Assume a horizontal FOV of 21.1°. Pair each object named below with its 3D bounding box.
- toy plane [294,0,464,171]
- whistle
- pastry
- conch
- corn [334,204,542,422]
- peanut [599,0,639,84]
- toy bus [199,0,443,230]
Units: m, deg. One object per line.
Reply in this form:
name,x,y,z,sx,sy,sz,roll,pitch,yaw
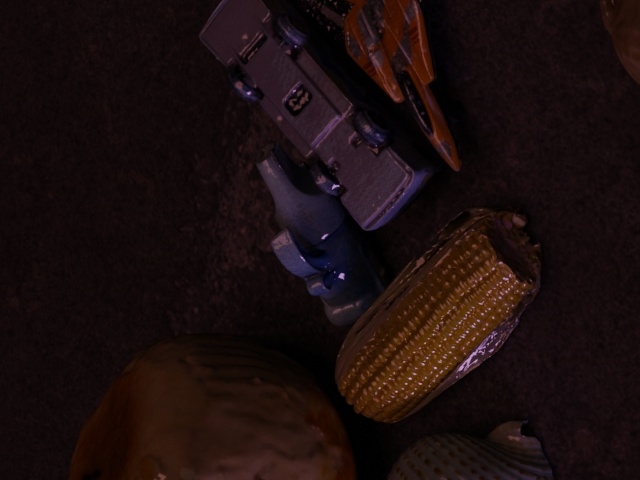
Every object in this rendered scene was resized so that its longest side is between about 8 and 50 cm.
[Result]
toy plane,0.095,-0.223,1.959,0.204,0.103,0.316,-34,85,36
whistle,0.000,0.000,2.017,0.093,0.180,0.269,-26,113,21
pastry,-0.119,0.302,2.049,0.388,0.312,0.389,-36,46,47
conch,0.163,0.293,1.967,0.172,0.131,0.200,52,123,18
corn,0.134,0.087,1.970,0.305,0.122,0.123,-46,55,29
peanut,0.410,-0.216,1.698,0.291,0.159,0.143,-3,121,35
toy bus,0.006,-0.159,2.000,0.109,0.136,0.330,-48,70,23
